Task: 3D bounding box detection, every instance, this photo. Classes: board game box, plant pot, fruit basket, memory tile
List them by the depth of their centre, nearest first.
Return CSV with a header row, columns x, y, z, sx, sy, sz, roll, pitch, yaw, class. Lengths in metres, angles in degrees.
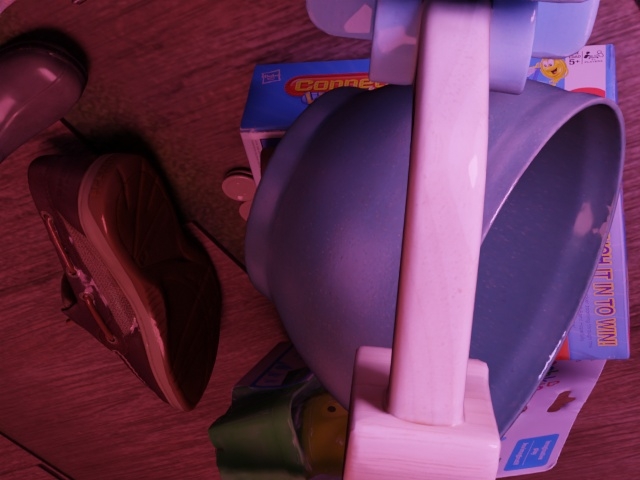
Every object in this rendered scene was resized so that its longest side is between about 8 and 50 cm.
x,y,z,sx,sy,sz,roll,pitch,yaw,class
0.070,-0.002,1.126,0.196,0.293,0.293,26,150,24,plant pot
0.112,-0.020,1.338,0.302,0.086,0.308,-2,137,12,board game box
-0.017,-0.024,1.443,0.113,0.012,0.148,-9,140,21,memory tile
0.085,0.161,1.474,0.353,0.327,0.165,-17,100,25,fruit basket

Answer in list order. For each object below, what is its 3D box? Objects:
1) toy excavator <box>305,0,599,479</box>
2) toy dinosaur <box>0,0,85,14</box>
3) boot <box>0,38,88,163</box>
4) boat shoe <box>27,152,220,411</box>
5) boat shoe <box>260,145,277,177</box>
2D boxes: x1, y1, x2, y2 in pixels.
x,y,z,sx,sy,sz,roll,pitch,yaw,class
0.074,-0.135,0.865,0.222,0.445,0.433,8,128,2,toy excavator
-0.207,-0.268,1.079,0.295,0.127,0.200,-28,96,17,toy dinosaur
-0.297,-0.059,1.323,0.083,0.161,0.246,34,136,-31,boot
-0.191,0.040,1.487,0.123,0.123,0.342,9,146,23,boat shoe
0.000,0.000,1.272,0.072,0.068,0.190,-9,136,3,boat shoe
